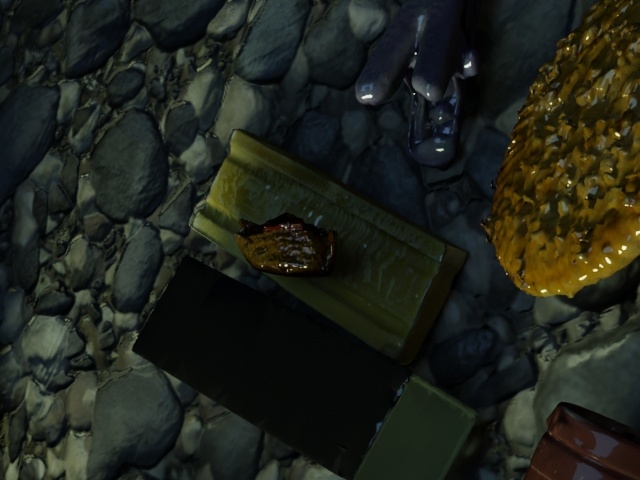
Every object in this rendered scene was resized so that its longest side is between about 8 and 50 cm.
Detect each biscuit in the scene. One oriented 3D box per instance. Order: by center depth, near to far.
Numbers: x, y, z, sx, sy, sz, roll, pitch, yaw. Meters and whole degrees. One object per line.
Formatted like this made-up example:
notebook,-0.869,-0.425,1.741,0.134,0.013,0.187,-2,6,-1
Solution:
biscuit,0.183,-0.082,0.981,0.254,0.035,0.254,-51,20,27

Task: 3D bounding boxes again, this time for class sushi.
sushi,-0.020,0.003,1.144,0.099,0.050,0.047,4,84,34

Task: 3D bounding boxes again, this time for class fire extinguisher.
fire extinguisher,0.126,0.235,0.947,0.105,0.104,0.269,27,95,44

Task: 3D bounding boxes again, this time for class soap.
soap,0.001,0.000,1.188,0.252,0.037,0.092,31,98,43

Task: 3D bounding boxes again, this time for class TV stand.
TV stand,-0.018,0.097,1.117,0.269,0.082,0.088,23,81,48

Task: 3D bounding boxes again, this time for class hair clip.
hair clip,0.102,-0.194,1.130,0.137,0.090,0.278,9,81,34
